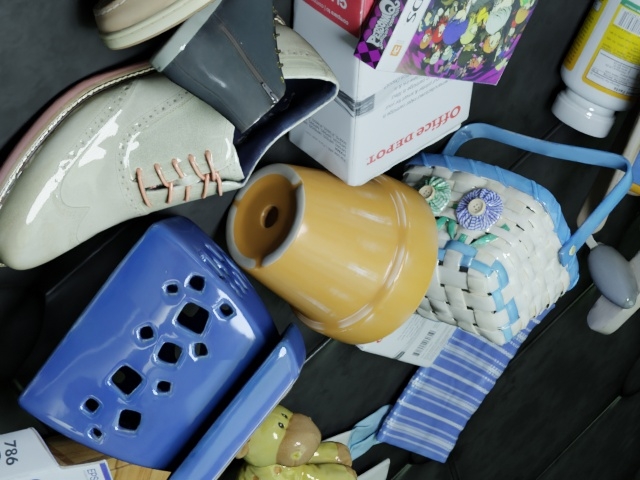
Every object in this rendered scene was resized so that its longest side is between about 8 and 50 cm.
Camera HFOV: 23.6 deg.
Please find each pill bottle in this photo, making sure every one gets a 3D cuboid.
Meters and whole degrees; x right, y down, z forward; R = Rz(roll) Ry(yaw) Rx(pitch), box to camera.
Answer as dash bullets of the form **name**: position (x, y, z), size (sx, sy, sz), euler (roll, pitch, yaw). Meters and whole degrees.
- **pill bottle**: position (0.400, -0.251, 2.087), size (0.118, 0.117, 0.208), euler (-5, 126, -51)

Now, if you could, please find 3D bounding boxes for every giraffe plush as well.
- **giraffe plush**: position (-0.056, 0.286, 2.056), size (0.210, 0.181, 0.170), euler (-6, 125, -5)

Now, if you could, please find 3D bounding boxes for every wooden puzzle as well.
- **wooden puzzle**: position (0.491, -0.201, 2.130), size (0.322, 0.081, 0.347), euler (-58, 173, -37)

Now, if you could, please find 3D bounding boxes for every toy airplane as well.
- **toy airplane**: position (0.566, -0.046, 2.380), size (0.386, 0.272, 0.384), euler (-57, -176, -17)

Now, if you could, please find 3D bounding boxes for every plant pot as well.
- **plant pot**: position (0.000, 0.000, 1.774), size (0.188, 0.205, 0.205), euler (23, 104, -43)
- **plant pot**: position (-0.147, 0.128, 1.599), size (0.236, 0.212, 0.236), euler (-51, 179, 3)

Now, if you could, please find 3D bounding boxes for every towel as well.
- **towel**: position (0.234, 0.196, 2.405), size (0.336, 0.040, 0.243), euler (-57, 148, 2)

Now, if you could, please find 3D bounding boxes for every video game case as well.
- **video game case**: position (0.156, -0.269, 1.598), size (0.232, 0.042, 0.210), euler (0, 122, -52)

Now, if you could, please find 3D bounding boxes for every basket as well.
- **basket**: position (0.221, -0.027, 1.904), size (0.289, 0.255, 0.201), euler (-49, 137, -33)

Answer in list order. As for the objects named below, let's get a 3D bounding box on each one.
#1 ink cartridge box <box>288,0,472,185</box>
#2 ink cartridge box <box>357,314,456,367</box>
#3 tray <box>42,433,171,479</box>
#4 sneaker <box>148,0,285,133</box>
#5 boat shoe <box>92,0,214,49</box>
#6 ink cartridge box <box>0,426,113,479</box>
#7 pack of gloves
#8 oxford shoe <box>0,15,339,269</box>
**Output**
- **ink cartridge box**: position (0.074, -0.223, 1.691), size (0.197, 0.114, 0.272), euler (-31, 143, -31)
- **ink cartridge box**: position (0.118, 0.084, 2.104), size (0.148, 0.086, 0.203), euler (-55, 149, 8)
- **tray**: position (-0.300, 0.417, 1.863), size (0.203, 0.076, 0.410), euler (-9, 123, -53)
- **sneaker**: position (-0.067, -0.199, 1.474), size (0.083, 0.118, 0.222), euler (-32, -161, 50)
- **boat shoe**: position (-0.091, -0.314, 1.399), size (0.341, 0.121, 0.110), euler (-42, 114, 1)
- **ink cartridge box**: position (-0.368, 0.278, 1.551), size (0.333, 0.065, 0.165), euler (-11, 140, -5)
- **pack of gloves**: position (0.026, 0.348, 2.330), size (0.232, 0.046, 0.195), euler (-20, 130, -48)
- **oxford shoe**: position (-0.156, -0.092, 1.495), size (0.397, 0.146, 0.140), euler (-40, 148, -17)
